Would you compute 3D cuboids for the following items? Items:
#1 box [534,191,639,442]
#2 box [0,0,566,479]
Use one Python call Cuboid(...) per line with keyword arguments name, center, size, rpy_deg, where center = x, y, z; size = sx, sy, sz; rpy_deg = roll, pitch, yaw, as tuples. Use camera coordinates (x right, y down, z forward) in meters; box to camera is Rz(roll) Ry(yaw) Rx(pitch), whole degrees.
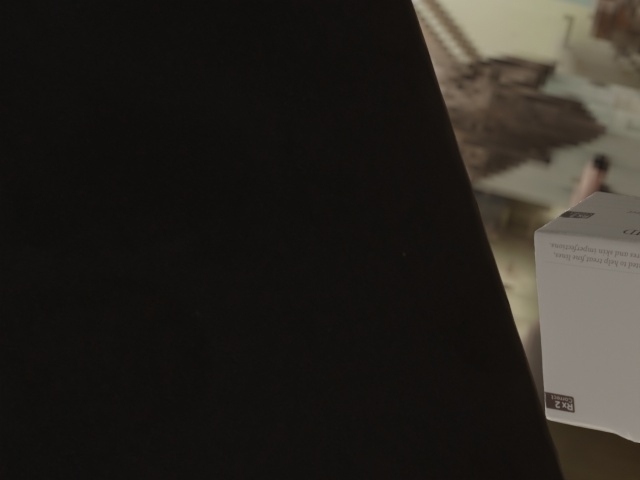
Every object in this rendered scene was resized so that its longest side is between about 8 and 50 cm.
Cuboid(name="box", center=(0.290, 0.066, 1.568), size=(0.119, 0.181, 0.182), rpy_deg=(-29, -60, -49))
Cuboid(name="box", center=(-0.165, 0.040, 0.948), size=(0.472, 0.297, 0.480), rpy_deg=(-35, 68, 52))
